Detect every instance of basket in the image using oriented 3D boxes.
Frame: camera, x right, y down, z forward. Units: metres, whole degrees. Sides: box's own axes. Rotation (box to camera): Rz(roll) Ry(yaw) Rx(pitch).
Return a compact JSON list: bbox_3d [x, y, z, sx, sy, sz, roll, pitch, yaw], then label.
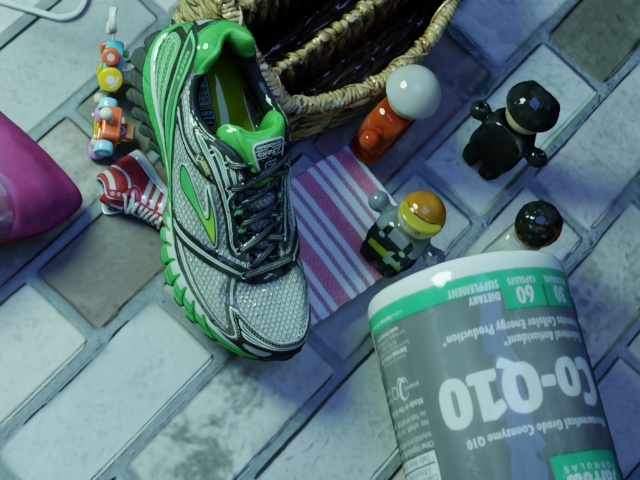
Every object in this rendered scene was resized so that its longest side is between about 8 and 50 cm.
[{"bbox_3d":[0.019,-0.255,1.524,0.299,0.223,0.213,-37,83,-24],"label":"basket"}]

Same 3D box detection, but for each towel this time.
[{"bbox_3d":[0.000,0.000,1.533,0.197,0.029,0.144,-33,82,-25],"label":"towel"}]

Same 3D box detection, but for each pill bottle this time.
[{"bbox_3d":[0.180,0.208,1.405,0.204,0.204,0.361,-8,73,-17],"label":"pill bottle"}]

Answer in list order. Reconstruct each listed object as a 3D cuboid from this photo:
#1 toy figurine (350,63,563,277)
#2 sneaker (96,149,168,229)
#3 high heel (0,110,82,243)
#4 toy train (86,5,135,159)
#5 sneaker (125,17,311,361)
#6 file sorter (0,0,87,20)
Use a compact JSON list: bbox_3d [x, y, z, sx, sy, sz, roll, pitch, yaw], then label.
[{"bbox_3d":[0.145,-0.066,1.509,0.213,0.148,0.209,8,63,-19],"label":"toy figurine"},{"bbox_3d":[-0.181,-0.032,1.488,0.067,0.042,0.118,-31,73,-26],"label":"sneaker"},{"bbox_3d":[-0.397,-0.148,1.465,0.181,0.127,0.377,-14,68,-48],"label":"high heel"},{"bbox_3d":[-0.203,-0.147,1.481,0.046,0.125,0.166,8,65,-13],"label":"toy train"},{"bbox_3d":[-0.085,-0.046,1.401,0.134,0.146,0.343,-21,96,-31],"label":"sneaker"},{"bbox_3d":[-0.296,-0.362,1.456,0.193,0.277,0.173,17,71,-8],"label":"file sorter"}]
